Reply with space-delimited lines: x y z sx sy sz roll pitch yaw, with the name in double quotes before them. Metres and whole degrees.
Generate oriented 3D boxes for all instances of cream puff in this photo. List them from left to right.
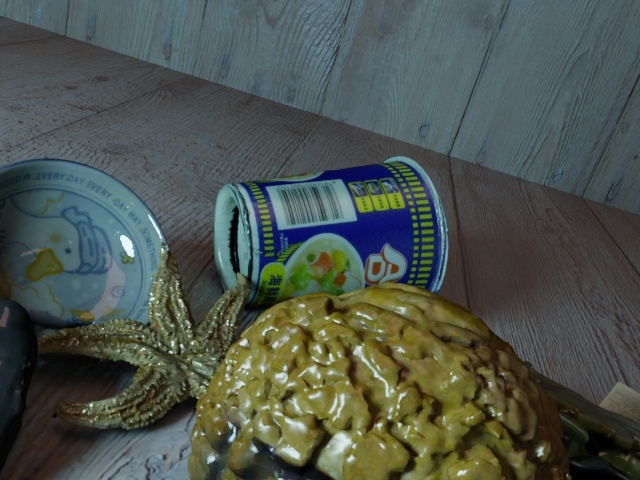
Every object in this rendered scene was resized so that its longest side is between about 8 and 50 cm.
"cream puff" 0.044 0.205 0.563 0.342 0.327 0.231 58 25 -3

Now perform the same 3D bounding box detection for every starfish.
"starfish" -0.189 0.127 0.794 0.299 0.060 0.302 21 39 -6

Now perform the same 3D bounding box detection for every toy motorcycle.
"toy motorcycle" 0.241 0.238 0.736 0.410 0.168 0.237 32 9 34

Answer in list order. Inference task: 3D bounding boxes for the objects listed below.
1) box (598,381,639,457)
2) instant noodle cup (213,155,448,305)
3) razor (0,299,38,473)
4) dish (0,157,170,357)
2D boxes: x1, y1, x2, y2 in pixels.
"box" 0.455 0.303 0.844 0.212 0.095 0.168 33 29 31
"instant noodle cup" 0.000 0.000 1.041 0.313 0.284 0.284 -4 30 -24
"razor" -0.447 0.125 0.570 0.349 0.113 0.204 10 48 -17
"dish" -0.352 0.040 0.848 0.274 0.134 0.273 22 50 -29
